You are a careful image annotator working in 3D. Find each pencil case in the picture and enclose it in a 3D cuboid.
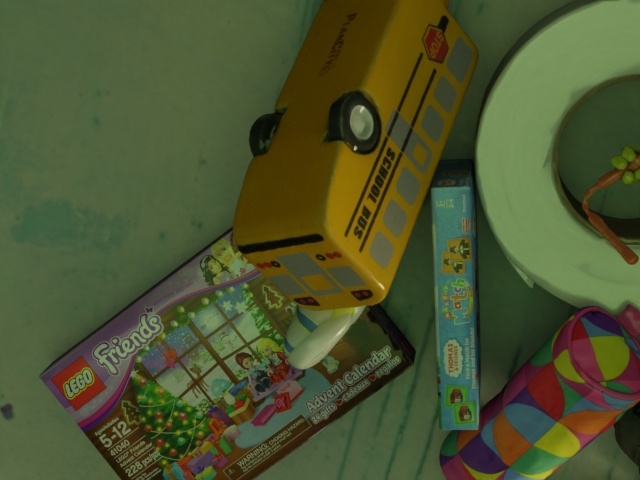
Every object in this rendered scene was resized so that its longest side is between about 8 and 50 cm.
[{"bbox_3d":[0.201,0.153,1.563,0.104,0.104,0.236,38,133,-3],"label":"pencil case"}]

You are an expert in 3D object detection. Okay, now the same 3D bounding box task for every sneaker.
[{"bbox_3d":[0.000,0.000,1.549,0.126,0.240,0.091,35,143,-2],"label":"sneaker"}]

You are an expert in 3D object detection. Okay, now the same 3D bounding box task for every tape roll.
[{"bbox_3d":[0.276,-0.077,1.554,0.286,0.100,0.286,1,102,4],"label":"tape roll"}]

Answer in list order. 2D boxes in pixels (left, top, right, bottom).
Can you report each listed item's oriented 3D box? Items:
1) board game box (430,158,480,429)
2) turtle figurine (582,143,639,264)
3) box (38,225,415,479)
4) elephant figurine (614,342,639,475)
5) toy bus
[{"bbox_3d":[0.121,0.043,1.561,0.039,0.160,0.211,-1,101,6],"label":"board game box"},{"bbox_3d":[0.372,-0.047,1.455,0.269,0.087,0.217,24,93,14],"label":"turtle figurine"},{"bbox_3d":[-0.087,0.116,1.646,0.293,0.057,0.201,-37,95,11],"label":"box"},{"bbox_3d":[0.342,0.179,1.589,0.239,0.186,0.169,-7,138,17],"label":"elephant figurine"},{"bbox_3d":[0.040,-0.114,1.483,0.108,0.333,0.130,-10,136,42],"label":"toy bus"}]
